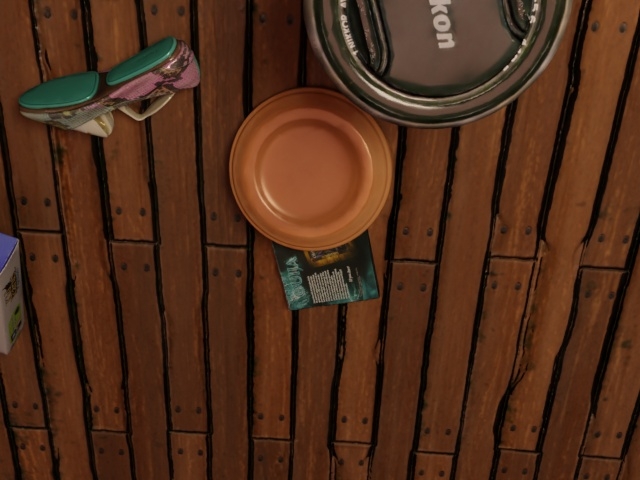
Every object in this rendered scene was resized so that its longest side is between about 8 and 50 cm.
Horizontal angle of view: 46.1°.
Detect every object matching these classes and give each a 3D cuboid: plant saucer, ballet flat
[{"bbox_3d":[-0.014,-0.082,0.897,0.199,0.037,0.200,2,104,6],"label":"plant saucer"},{"bbox_3d":[-0.242,-0.167,0.880,0.221,0.077,0.079,-17,134,11],"label":"ballet flat"}]

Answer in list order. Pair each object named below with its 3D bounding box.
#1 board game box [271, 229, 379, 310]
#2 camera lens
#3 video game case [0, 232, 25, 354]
[{"bbox_3d":[0.000,0.000,0.971,0.126,0.026,0.186,-8,117,8],"label":"board game box"},{"bbox_3d":[0.100,-0.242,0.701,0.219,0.274,0.219,2,117,3],"label":"camera lens"},{"bbox_3d":[-0.513,0.033,0.938,0.269,0.061,0.244,20,145,-7],"label":"video game case"}]
